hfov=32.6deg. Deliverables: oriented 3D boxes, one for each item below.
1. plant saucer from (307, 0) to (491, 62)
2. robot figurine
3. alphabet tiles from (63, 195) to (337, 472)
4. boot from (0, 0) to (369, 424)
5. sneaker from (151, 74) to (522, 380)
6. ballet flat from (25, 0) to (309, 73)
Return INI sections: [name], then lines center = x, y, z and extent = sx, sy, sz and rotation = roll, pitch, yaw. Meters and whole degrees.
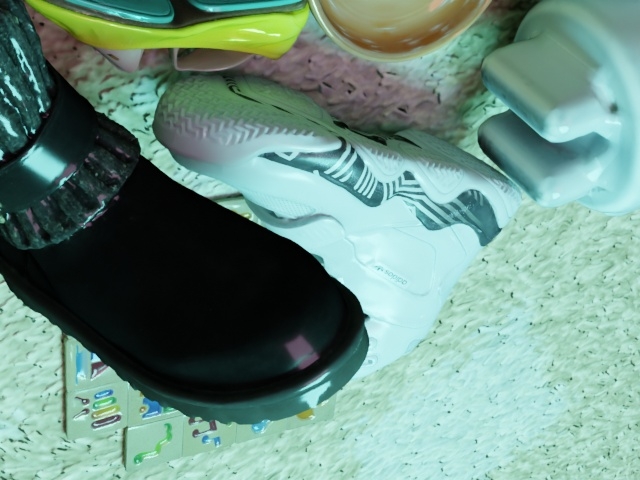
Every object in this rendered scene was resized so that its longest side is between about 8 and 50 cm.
[plant saucer]
center = 0.069, -0.241, 0.873
extent = 0.200, 0.037, 0.200
rotation = -17, 129, -22
[robot figurine]
center = 0.314, -0.150, 0.979
extent = 0.353, 0.200, 0.300
rotation = -22, 140, -18
[alphabet tiles]
center = -0.071, 0.081, 1.026
extent = 0.342, 0.011, 0.285
rotation = -10, 125, -26
[boot]
center = -0.142, -0.037, 0.689
extent = 0.131, 0.348, 0.260
rotation = -51, 143, -31
[sneaker]
center = 0.000, 0.000, 0.912
extent = 0.365, 0.137, 0.210
rotation = 11, 111, -41
[ballet flat]
center = -0.114, -0.158, 0.795
extent = 0.231, 0.077, 0.077
rotation = -5, 139, -32
